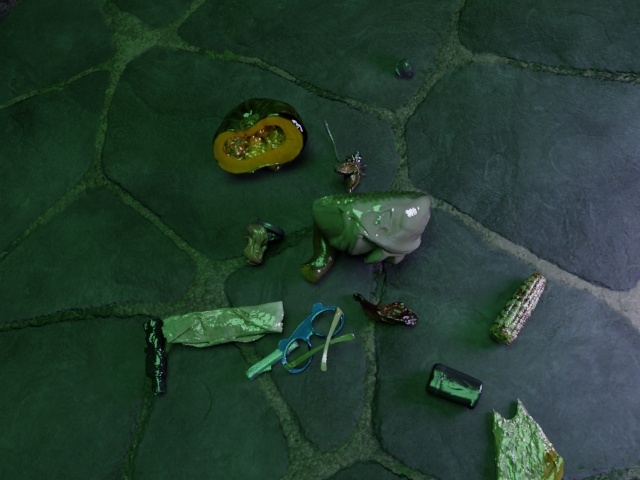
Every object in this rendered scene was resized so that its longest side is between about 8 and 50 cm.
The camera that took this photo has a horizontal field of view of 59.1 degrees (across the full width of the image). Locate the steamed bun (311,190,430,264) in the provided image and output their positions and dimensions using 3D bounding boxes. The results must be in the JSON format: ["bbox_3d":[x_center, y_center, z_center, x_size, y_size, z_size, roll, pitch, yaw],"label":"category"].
[{"bbox_3d":[0.157,-0.034,1.681,0.324,0.309,0.220,-12,102,-30],"label":"steamed bun"}]

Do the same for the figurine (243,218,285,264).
[{"bbox_3d":[-0.201,-0.001,1.818,0.157,0.114,0.126,-49,32,-7],"label":"figurine"}]

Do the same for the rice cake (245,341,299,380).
[{"bbox_3d":[-0.143,0.358,1.687,0.180,0.030,0.042,-35,71,-6],"label":"rice cake"}]

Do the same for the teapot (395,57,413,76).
[{"bbox_3d":[0.300,-0.626,2.043,0.056,0.066,0.088,-20,40,19],"label":"teapot"}]

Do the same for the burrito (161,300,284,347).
[{"bbox_3d":[-0.300,0.263,1.734,0.391,0.076,0.117,-8,65,6],"label":"burrito"}]

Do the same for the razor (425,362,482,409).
[{"bbox_3d":[0.371,0.403,1.560,0.147,0.054,0.090,19,71,17],"label":"razor"}]

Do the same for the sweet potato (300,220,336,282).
[{"bbox_3d":[-0.002,-0.003,1.796,0.111,0.085,0.286,-3,65,14],"label":"sweet potato"}]

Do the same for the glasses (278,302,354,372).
[{"bbox_3d":[0.006,0.309,1.628,0.239,0.102,0.206,-44,39,-10],"label":"glasses"}]

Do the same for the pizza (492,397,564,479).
[{"bbox_3d":[0.533,0.546,1.478,0.180,0.034,0.262,-8,65,8],"label":"pizza"}]

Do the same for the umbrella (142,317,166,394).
[{"bbox_3d":[-0.506,0.357,1.740,0.066,0.059,0.236,-27,60,25],"label":"umbrella"}]

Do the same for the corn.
[{"bbox_3d":[0.570,0.194,1.613,0.079,0.080,0.237,34,71,22],"label":"corn"}]

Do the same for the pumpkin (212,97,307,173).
[{"bbox_3d":[-0.198,-0.363,1.951,0.324,0.242,0.232,-12,35,10],"label":"pumpkin"}]

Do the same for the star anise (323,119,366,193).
[{"bbox_3d":[0.049,-0.287,1.916,0.227,0.148,0.219,26,106,47],"label":"star anise"}]

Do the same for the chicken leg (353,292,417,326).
[{"bbox_3d":[0.189,0.210,1.686,0.204,0.053,0.093,15,46,9],"label":"chicken leg"}]
